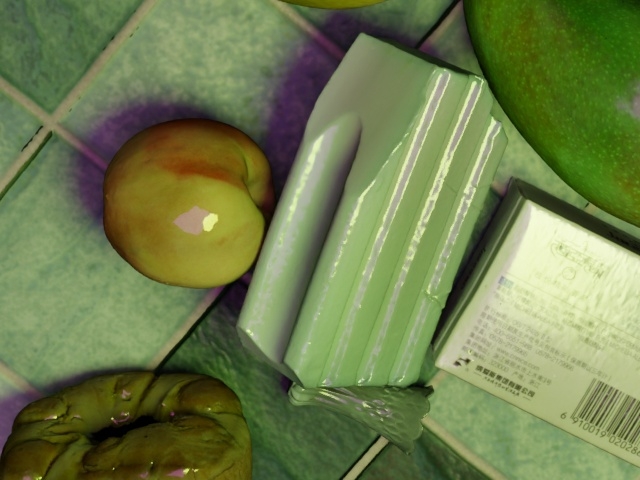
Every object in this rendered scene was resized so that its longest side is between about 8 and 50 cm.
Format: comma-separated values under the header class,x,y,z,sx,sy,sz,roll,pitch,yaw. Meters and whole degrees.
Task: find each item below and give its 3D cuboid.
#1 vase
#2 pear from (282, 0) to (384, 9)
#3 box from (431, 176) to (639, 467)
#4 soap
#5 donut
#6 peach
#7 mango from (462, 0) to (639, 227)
class,x,y,z,sx,sy,sz,roll,pitch,yaw
vase,0.040,0.169,1.925,0.149,0.081,0.081,21,103,-1
pear,0.041,-0.382,1.696,0.386,0.191,0.340,-9,82,27
box,0.280,0.090,1.882,0.274,0.116,0.203,26,103,-6
soap,0.057,-0.024,1.803,0.115,0.208,0.347,30,107,37
donut,-0.198,0.229,1.871,0.261,0.208,0.128,-3,118,14
peach,-0.137,-0.038,1.816,0.184,0.184,0.184,0,105,0
mango,0.289,-0.153,1.764,0.382,0.225,0.201,43,95,-9
